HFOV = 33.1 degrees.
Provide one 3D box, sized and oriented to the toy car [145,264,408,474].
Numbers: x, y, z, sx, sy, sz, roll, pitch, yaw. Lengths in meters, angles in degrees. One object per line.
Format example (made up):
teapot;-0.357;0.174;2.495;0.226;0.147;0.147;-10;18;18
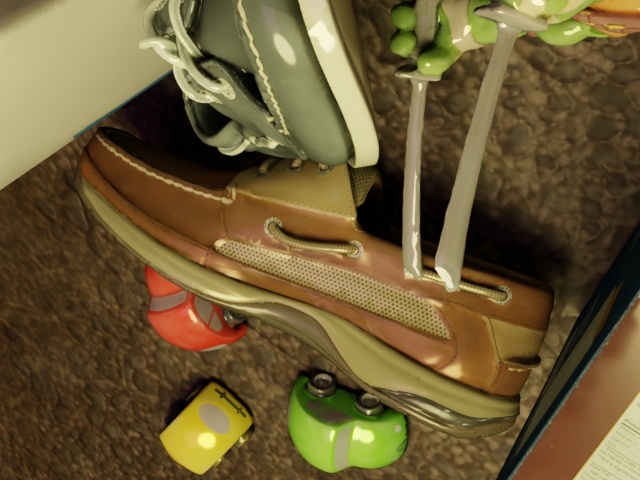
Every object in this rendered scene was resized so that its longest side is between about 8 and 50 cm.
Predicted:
toy car;-0.043;0.125;0.834;0.225;0.053;0.239;18;128;21

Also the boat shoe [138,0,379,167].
boat shoe;-0.033;-0.084;0.521;0.099;0.319;0.116;-12;93;-1

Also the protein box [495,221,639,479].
protein box;0.202;0.062;0.538;0.136;0.200;0.201;31;132;10

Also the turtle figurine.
turtle figurine;0.058;-0.131;0.487;0.275;0.198;0.266;-35;89;24

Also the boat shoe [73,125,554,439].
boat shoe;0.000;0.000;0.695;0.324;0.122;0.120;29;101;9

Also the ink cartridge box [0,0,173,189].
ink cartridge box;-0.242;-0.232;0.557;0.395;0.285;0.166;42;133;1
